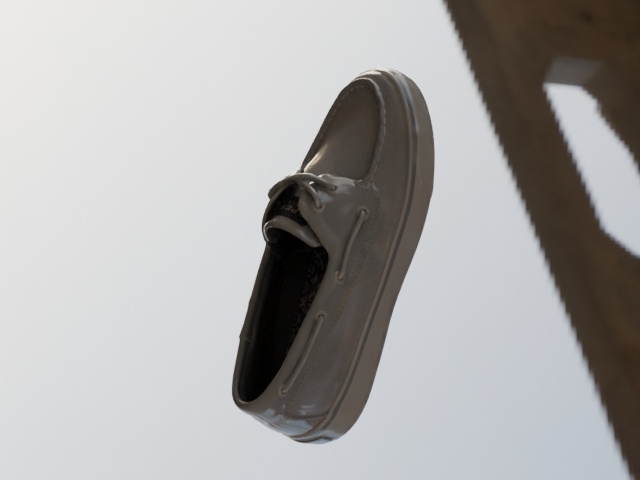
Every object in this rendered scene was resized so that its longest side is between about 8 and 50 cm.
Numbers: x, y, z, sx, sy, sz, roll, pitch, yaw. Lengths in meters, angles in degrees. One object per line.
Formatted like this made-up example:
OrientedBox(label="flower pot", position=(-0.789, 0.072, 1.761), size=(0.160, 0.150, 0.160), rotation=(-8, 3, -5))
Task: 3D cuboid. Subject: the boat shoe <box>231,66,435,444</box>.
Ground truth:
OrientedBox(label="boat shoe", position=(0.000, 0.000, 0.777), size=(0.066, 0.063, 0.184), rotation=(10, -101, 45))
